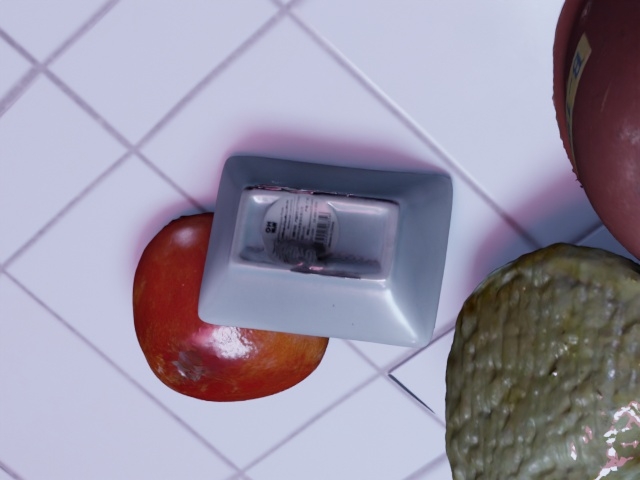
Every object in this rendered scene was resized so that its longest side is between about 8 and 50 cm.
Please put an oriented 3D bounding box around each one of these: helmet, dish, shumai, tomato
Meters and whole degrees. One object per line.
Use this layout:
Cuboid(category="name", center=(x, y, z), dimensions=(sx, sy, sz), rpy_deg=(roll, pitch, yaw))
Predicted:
Cuboid(category="helmet", center=(0.359, -0.083, 1.433), dimensions=(0.338, 0.230, 0.385), rpy_deg=(10, 125, 8))
Cuboid(category="dish", center=(0.000, 0.000, 1.615), dimensions=(0.243, 0.181, 0.080), rpy_deg=(6, 165, 12))
Cuboid(category="shumai", center=(0.306, 0.145, 1.603), dimensions=(0.288, 0.292, 0.330), rpy_deg=(11, 146, -33))
Cuboid(category="tomato", center=(-0.110, 0.095, 1.743), dimensions=(0.200, 0.139, 0.233), rpy_deg=(-16, 119, 32))
